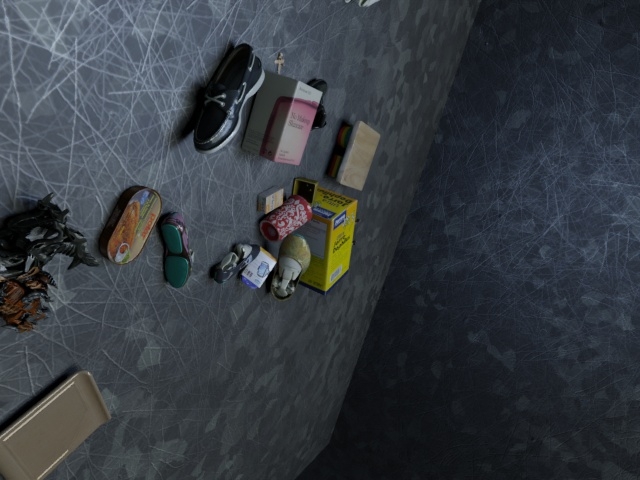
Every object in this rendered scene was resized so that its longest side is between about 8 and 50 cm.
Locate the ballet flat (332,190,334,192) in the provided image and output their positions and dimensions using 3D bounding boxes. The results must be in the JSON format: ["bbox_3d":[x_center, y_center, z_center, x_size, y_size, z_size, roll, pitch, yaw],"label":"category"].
[{"bbox_3d":[0.041,-0.159,1.985,0.041,0.041,0.114,-46,148,-42],"label":"ballet flat"}]

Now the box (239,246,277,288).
[{"bbox_3d":[-0.217,0.099,1.595,0.136,0.081,0.028,-57,-161,-21],"label":"box"}]

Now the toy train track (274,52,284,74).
[{"bbox_3d":[-0.117,-0.506,1.358,0.048,0.014,0.083,-35,141,-52],"label":"toy train track"}]

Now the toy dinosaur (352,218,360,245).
[{"bbox_3d":[0.044,-0.038,1.974,0.295,0.200,0.127,-51,-152,27],"label":"toy dinosaur"}]

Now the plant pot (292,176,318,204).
[{"bbox_3d":[-0.047,-0.191,1.709,0.083,0.081,0.081,-50,153,-62],"label":"plant pot"}]

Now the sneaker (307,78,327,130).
[{"bbox_3d":[-0.012,-0.434,1.507,0.227,0.130,0.087,-56,156,-31],"label":"sneaker"}]

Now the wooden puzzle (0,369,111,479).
[{"bbox_3d":[-0.618,0.433,1.065,0.239,0.044,0.221,-40,145,-40],"label":"wooden puzzle"}]

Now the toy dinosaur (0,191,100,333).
[{"bbox_3d":[-0.524,0.032,0.793,0.218,0.164,0.322,-32,162,-30],"label":"toy dinosaur"}]

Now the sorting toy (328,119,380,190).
[{"bbox_3d":[0.133,-0.356,1.938,0.257,0.089,0.255,2,108,-65],"label":"sorting toy"}]

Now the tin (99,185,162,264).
[{"bbox_3d":[-0.432,-0.036,1.059,0.189,0.040,0.106,-65,153,-7],"label":"tin"}]

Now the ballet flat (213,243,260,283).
[{"bbox_3d":[-0.262,0.056,1.467,0.203,0.074,0.074,-45,148,-39],"label":"ballet flat"}]

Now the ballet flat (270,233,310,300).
[{"bbox_3d":[-0.116,0.116,1.682,0.123,0.123,0.348,-50,169,-36],"label":"ballet flat"}]

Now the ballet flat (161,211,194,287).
[{"bbox_3d":[-0.368,0.023,1.216,0.079,0.077,0.221,-70,167,-54],"label":"ballet flat"}]

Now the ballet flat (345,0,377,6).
[{"bbox_3d":[0.123,-0.827,1.488,0.400,0.139,0.139,-21,129,-54],"label":"ballet flat"}]

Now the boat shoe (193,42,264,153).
[{"bbox_3d":[-0.236,-0.350,1.128,0.091,0.114,0.302,68,37,-59],"label":"boat shoe"}]

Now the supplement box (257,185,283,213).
[{"bbox_3d":[-0.166,-0.137,1.546,0.098,0.036,0.062,-38,142,-49],"label":"supplement box"}]

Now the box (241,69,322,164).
[{"bbox_3d":[-0.111,-0.351,1.351,0.149,0.127,0.232,-9,121,-62],"label":"box"}]

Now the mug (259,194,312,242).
[{"bbox_3d":[-0.121,-0.057,1.620,0.169,0.113,0.150,-42,138,-40],"label":"mug"}]

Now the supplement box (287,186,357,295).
[{"bbox_3d":[0.000,0.000,1.824,0.195,0.194,0.356,-41,145,-47],"label":"supplement box"}]
